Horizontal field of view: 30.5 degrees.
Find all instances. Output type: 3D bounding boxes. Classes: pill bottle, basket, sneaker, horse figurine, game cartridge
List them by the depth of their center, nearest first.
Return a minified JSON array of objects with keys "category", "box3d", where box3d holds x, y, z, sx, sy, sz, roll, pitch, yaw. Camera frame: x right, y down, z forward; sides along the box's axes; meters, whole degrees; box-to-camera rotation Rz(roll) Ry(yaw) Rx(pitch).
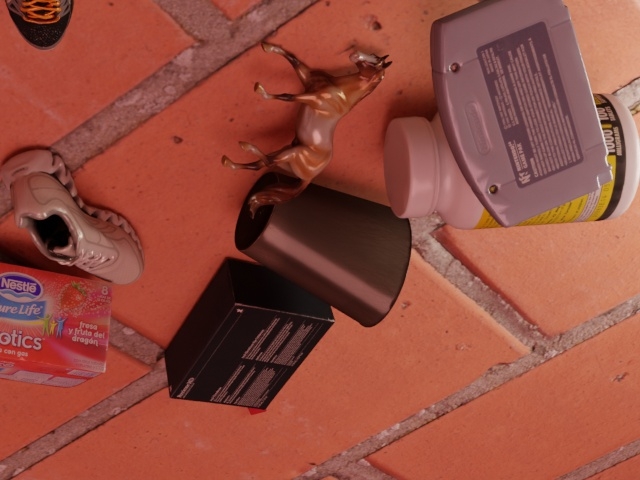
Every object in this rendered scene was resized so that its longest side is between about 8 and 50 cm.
[{"category":"sneaker","box3d":[-0.328,-0.302,1.367,0.084,0.083,0.215,-5,140,-14]},{"category":"game cartridge","box3d":[0.255,-0.174,1.527,0.196,0.060,0.294,-24,111,-9]},{"category":"horse figurine","box3d":[-0.028,-0.155,1.605,0.174,0.066,0.263,10,111,-28]},{"category":"pill bottle","box3d":[0.268,-0.112,1.677,0.334,0.188,0.188,-4,139,-12]},{"category":"sneaker","box3d":[-0.350,-0.003,1.677,0.110,0.118,0.292,-28,139,13]},{"category":"basket","box3d":[0.000,0.000,1.743,0.227,0.204,0.154,23,143,-24]}]

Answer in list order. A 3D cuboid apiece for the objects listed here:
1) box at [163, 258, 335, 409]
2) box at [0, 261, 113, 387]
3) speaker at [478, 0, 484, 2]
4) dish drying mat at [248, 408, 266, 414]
[{"category":"box","box3d":[-0.123,0.161,1.941,0.184,0.103,0.261,10,134,-30]},{"category":"box","box3d":[-0.475,0.120,1.726,0.300,0.142,0.154,13,158,-28]},{"category":"speaker","box3d":[0.239,-0.363,1.484,0.055,0.055,0.136,8,134,-25]},{"category":"dish drying mat","box3d":[-0.124,0.296,2.167,0.032,0.008,0.083,-15,141,2]}]
